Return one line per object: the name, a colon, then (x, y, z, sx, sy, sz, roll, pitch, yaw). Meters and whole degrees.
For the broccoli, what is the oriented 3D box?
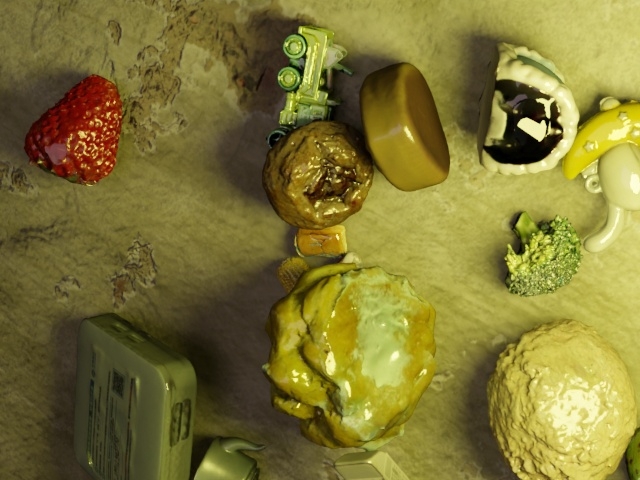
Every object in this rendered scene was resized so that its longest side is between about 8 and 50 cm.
broccoli: (0.394, 0.021, 1.614, 0.154, 0.167, 0.160, -27, 58, -4)

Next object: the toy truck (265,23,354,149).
toy truck: (-0.017, -0.281, 1.737, 0.135, 0.128, 0.260, 17, 108, 7)

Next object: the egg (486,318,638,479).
egg: (0.428, 0.294, 1.567, 0.279, 0.279, 0.311, -8, 76, 26)

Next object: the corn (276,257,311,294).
corn: (-0.019, 0.125, 1.852, 0.072, 0.072, 0.203, -34, 87, 27)

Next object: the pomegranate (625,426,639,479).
pomegranate: (0.622, 0.416, 1.558, 0.202, 0.202, 0.248, 44, 143, 11)

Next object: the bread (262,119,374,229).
bread: (0.000, -0.119, 1.707, 0.230, 0.230, 0.123, -60, 35, 23)

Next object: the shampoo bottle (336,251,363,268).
shampoo bottle: (0.045, 0.063, 1.805, 0.043, 0.072, 0.099, 48, 116, 3)

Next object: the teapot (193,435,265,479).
teapot: (-0.198, 0.550, 1.985, 0.148, 0.162, 0.239, 20, 98, 7)

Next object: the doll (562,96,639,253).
doll: (0.535, -0.127, 1.517, 0.237, 0.111, 0.252, -17, 92, 12)

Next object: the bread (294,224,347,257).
bread: (0.000, 0.000, 1.824, 0.105, 0.053, 0.072, 1, 105, 20)

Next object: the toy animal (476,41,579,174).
toy animal: (0.357, -0.226, 1.534, 0.155, 0.204, 0.208, 8, 119, 3)

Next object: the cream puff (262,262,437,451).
cream puff: (0.033, 0.224, 1.710, 0.275, 0.378, 0.379, -10, 97, 53)

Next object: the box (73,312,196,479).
box: (-0.434, 0.401, 2.024, 0.396, 0.111, 0.396, 23, 111, 44)

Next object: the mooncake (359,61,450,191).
mooncake: (0.146, -0.201, 1.618, 0.117, 0.235, 0.235, -15, 94, 26)

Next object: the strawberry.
strawberry: (-0.529, -0.249, 1.970, 0.205, 0.205, 0.245, 26, 89, 18)

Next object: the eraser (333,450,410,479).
eraser: (0.134, 0.495, 1.745, 0.089, 0.061, 0.352, -13, 136, 25)
